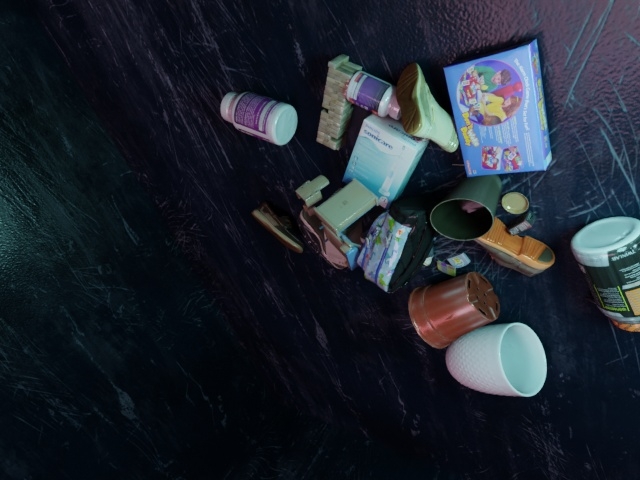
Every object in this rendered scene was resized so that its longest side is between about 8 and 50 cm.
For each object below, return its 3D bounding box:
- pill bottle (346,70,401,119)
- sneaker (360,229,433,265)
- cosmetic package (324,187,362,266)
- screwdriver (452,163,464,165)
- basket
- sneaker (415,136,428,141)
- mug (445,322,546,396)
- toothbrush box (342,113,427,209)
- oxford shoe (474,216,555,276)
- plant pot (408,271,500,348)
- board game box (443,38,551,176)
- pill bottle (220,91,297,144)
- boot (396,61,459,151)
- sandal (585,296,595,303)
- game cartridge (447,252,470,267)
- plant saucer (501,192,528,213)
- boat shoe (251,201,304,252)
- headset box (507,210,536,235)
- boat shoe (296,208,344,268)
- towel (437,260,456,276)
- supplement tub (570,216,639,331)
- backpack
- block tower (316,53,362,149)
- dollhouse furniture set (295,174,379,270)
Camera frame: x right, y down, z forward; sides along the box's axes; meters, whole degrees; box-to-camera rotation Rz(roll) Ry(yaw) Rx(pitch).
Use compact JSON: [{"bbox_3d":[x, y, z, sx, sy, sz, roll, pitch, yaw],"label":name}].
[{"bbox_3d":[0.193,-0.481,1.408,0.193,0.108,0.108,31,141,16],"label":"pill bottle"},{"bbox_3d":[0.316,0.037,1.770,0.321,0.126,0.127,10,126,34],"label":"sneaker"},{"bbox_3d":[0.101,-0.055,1.854,0.113,0.160,0.309,20,137,26],"label":"cosmetic package"},{"bbox_3d":[0.521,-0.253,1.404,0.170,0.024,0.025,18,106,39],"label":"screwdriver"},{"bbox_3d":[0.496,-0.127,1.370,0.204,0.227,0.154,-9,119,47],"label":"basket"},{"bbox_3d":[0.331,-0.368,1.381,0.047,0.119,0.057,-10,131,14],"label":"sneaker"},{"bbox_3d":[0.736,0.508,1.755,0.374,0.276,0.328,22,155,-23],"label":"mug"},{"bbox_3d":[0.232,-0.295,1.534,0.216,0.126,0.295,34,142,13],"label":"toothbrush box"},{"bbox_3d":[0.616,0.017,1.485,0.364,0.130,0.132,33,147,14],"label":"oxford shoe"},{"bbox_3d":[0.546,0.265,1.690,0.272,0.272,0.265,48,134,-5],"label":"plant pot"},{"bbox_3d":[0.519,-0.367,1.227,0.233,0.078,0.347,2,122,42],"label":"board game box"},{"bbox_3d":[-0.260,-0.515,1.737,0.301,0.169,0.169,25,139,22],"label":"pill bottle"},{"bbox_3d":[0.346,-0.415,1.323,0.203,0.262,0.095,14,150,-32],"label":"boot"},{"bbox_3d":[0.984,0.213,1.395,0.179,0.067,0.040,18,96,31],"label":"sandal"},{"bbox_3d":[0.556,0.082,1.687,0.056,0.017,0.083,46,143,-9],"label":"game cartridge"},{"bbox_3d":[0.651,-0.128,1.403,0.083,0.015,0.083,25,139,24],"label":"plant saucer"},{"bbox_3d":[-0.194,-0.076,2.128,0.342,0.123,0.123,39,168,22],"label":"boat shoe"},{"bbox_3d":[0.677,-0.058,1.407,0.032,0.062,0.083,44,143,-1],"label":"headset box"},{"bbox_3d":[-0.003,0.002,2.027,0.340,0.127,0.113,50,143,-6],"label":"boat shoe"},{"bbox_3d":[0.522,0.116,1.740,0.083,0.009,0.060,23,146,39],"label":"towel"},{"bbox_3d":[0.899,0.104,1.251,0.193,0.193,0.316,-14,115,48],"label":"supplement tub"},{"bbox_3d":[0.292,0.020,1.564,0.273,0.290,0.355,19,114,32],"label":"backpack"},{"bbox_3d":[0.065,-0.488,1.533,0.097,0.091,0.335,29,141,17],"label":"block tower"},{"bbox_3d":[0.093,-0.085,1.658,0.286,0.198,0.303,46,168,32],"label":"dollhouse furniture set"}]
